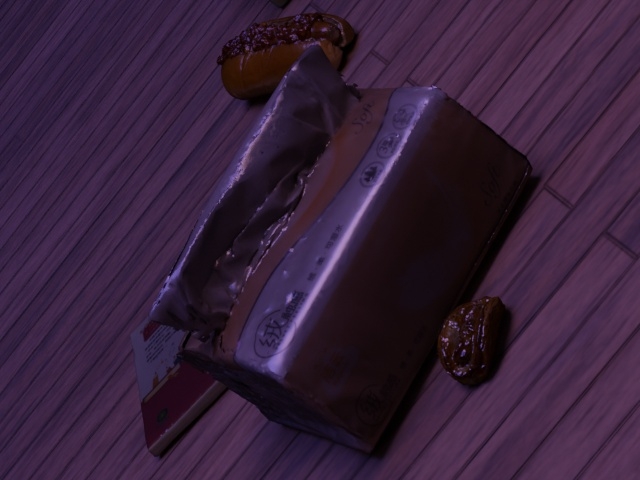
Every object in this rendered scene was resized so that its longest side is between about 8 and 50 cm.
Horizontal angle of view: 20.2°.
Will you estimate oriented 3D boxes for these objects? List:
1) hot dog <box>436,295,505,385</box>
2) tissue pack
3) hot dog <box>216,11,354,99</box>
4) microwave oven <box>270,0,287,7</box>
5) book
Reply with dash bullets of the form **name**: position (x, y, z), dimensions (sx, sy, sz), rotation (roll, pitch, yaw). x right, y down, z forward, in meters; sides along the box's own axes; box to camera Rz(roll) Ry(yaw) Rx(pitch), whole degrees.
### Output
- **hot dog**: position (0.129, 0.082, 1.527), dimensions (0.058, 0.035, 0.083), rotation (-21, 41, 43)
- **tissue pack**: position (0.000, 0.000, 1.630), dimensions (0.305, 0.238, 0.238), rotation (-60, 26, -12)
- **hot dog**: position (-0.055, -0.227, 2.173), dimensions (0.249, 0.076, 0.102), rotation (-4, 57, 57)
- **microwave oven**: position (-0.045, -0.557, 2.369), dimensions (0.394, 0.247, 0.333), rotation (-50, 27, 8)
- **book**: position (-0.141, 0.115, 1.957), dimensions (0.162, 0.022, 0.232), rotation (-44, 27, 14)
